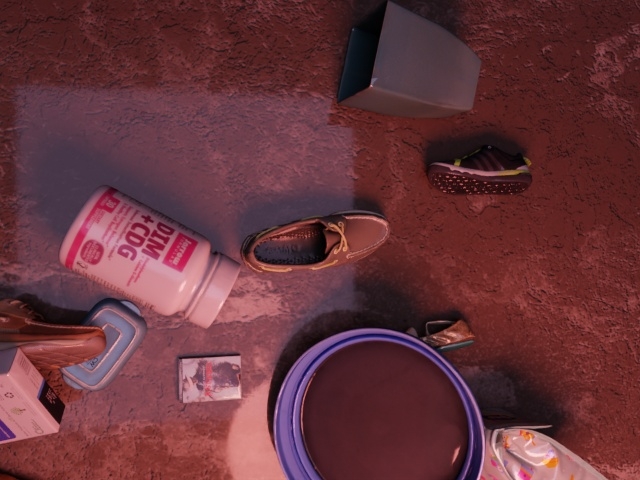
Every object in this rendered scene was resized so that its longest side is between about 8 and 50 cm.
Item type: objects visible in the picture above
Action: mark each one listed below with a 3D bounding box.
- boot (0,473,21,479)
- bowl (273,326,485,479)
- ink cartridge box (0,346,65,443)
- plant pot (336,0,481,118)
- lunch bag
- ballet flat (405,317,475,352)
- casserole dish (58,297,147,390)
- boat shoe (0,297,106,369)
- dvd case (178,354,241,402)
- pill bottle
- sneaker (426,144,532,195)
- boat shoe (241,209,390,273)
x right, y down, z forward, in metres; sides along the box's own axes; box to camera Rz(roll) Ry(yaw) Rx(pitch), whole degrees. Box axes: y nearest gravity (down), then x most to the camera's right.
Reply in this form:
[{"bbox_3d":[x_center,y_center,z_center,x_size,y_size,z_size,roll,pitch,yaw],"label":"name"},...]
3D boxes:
[{"bbox_3d":[-0.599,0.537,0.999,0.220,0.109,0.283,14,65,-4],"label":"boot"},{"bbox_3d":[0.105,0.353,1.110,0.391,0.077,0.391,0,89,18],"label":"bowl"},{"bbox_3d":[-0.619,0.281,0.987,0.333,0.065,0.165,-13,129,2],"label":"ink cartridge box"},{"bbox_3d":[0.182,-0.327,1.170,0.234,0.165,0.165,13,87,-19],"label":"plant pot"},{"bbox_3d":[0.381,0.426,1.175,0.262,0.223,0.160,39,77,-7],"label":"lunch bag"},{"bbox_3d":[0.214,0.206,1.229,0.206,0.073,0.067,-12,65,-14],"label":"ballet flat"},{"bbox_3d":[-0.407,0.196,1.107,0.114,0.037,0.188,38,84,-9],"label":"casserole dish"},{"bbox_3d":[-0.538,0.155,1.031,0.324,0.123,0.116,1,63,-8],"label":"boat shoe"},{"bbox_3d":[-0.214,0.268,1.158,0.119,0.013,0.087,0,90,-11],"label":"dvd case"},{"bbox_3d":[-0.297,0.035,1.067,0.283,0.160,0.160,29,84,-11],"label":"pill bottle"},{"bbox_3d":[0.329,-0.152,1.252,0.235,0.084,0.097,4,65,-13],"label":"sneaker"},{"bbox_3d":[0.001,0.005,1.163,0.305,0.091,0.109,-11,92,-11],"label":"boat shoe"}]
